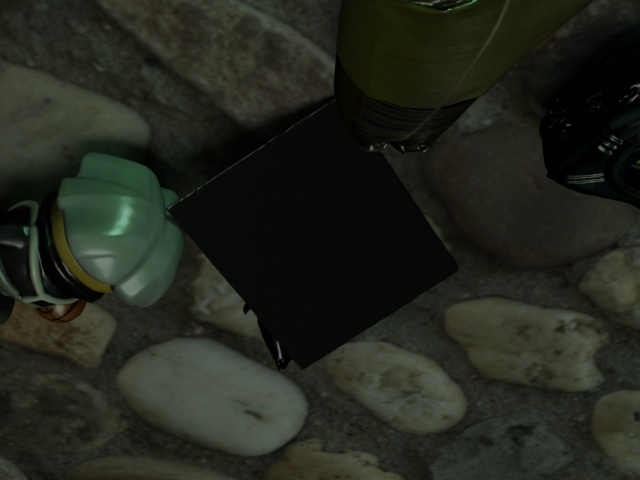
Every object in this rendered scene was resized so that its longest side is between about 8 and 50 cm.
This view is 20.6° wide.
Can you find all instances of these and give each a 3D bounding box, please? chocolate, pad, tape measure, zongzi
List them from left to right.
[{"bbox_3d":[-0.056,0.067,1.842,0.070,0.072,0.147,6,136,6],"label":"chocolate"},{"bbox_3d":[0.000,0.000,1.753,0.202,0.005,0.300,-33,135,5],"label":"pad"},{"bbox_3d":[0.173,-0.195,1.465,0.317,0.154,0.289,-4,149,-6],"label":"zongzi"},{"bbox_3d":[0.320,-0.105,1.601,0.199,0.112,0.186,15,146,-27],"label":"tape measure"}]

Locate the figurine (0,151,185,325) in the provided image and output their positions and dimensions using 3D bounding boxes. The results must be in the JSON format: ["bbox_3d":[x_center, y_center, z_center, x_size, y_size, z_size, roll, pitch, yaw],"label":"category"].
[{"bbox_3d":[-0.242,0.012,1.721,0.236,0.133,0.176,-18,147,24],"label":"figurine"}]
